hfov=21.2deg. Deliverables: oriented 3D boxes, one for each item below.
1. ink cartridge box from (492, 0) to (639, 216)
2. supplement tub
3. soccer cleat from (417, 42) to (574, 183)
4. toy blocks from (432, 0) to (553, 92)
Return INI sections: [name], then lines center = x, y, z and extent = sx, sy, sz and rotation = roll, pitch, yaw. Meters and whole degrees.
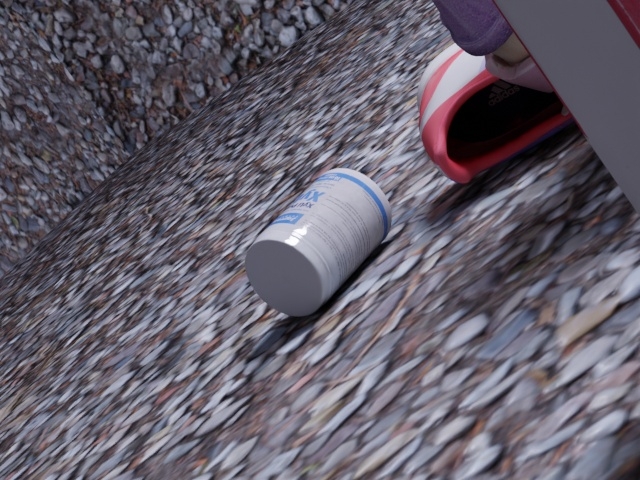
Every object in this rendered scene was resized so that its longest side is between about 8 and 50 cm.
[ink cartridge box]
center = 0.229, -0.133, 0.701
extent = 0.283, 0.207, 0.117
rotation = -39, 11, -11
[supplement tub]
center = 0.000, 0.000, 1.271
extent = 0.071, 0.071, 0.107
rotation = -27, 13, 44
[soccer cleat]
center = 0.204, -0.150, 1.217
extent = 0.318, 0.108, 0.116
rotation = -34, 23, 21
[toy blocks]
center = 0.182, -0.275, 1.026
extent = 0.289, 0.260, 0.309
rotation = -28, 50, 42
